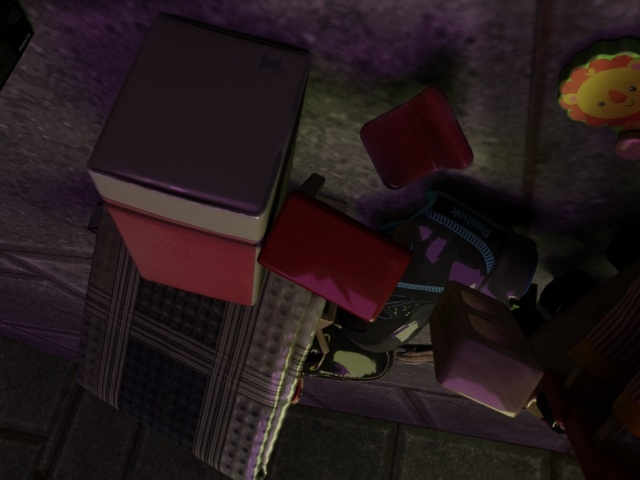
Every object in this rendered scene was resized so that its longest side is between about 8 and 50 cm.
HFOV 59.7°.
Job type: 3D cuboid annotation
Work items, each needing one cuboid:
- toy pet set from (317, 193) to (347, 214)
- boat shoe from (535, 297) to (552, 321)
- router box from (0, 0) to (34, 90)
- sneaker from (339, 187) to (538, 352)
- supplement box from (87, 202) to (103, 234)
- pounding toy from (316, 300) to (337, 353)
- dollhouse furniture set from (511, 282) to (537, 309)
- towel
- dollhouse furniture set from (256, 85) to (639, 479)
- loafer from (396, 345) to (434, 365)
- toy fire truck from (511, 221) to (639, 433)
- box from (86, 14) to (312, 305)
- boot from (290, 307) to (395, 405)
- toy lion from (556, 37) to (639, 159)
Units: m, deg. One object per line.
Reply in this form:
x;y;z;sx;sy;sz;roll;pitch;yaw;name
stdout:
0.000;0.000;0.674;0.122;0.065;0.114;18;156;-13;toy pet set
0.391;0.127;0.702;0.306;0.113;0.105;25;148;-32;boat shoe
-0.323;-0.122;0.422;0.133;0.179;0.046;13;155;2;router box
0.100;0.038;0.681;0.139;0.125;0.341;36;147;-9;sneaker
-0.280;-0.025;0.792;0.083;0.043;0.055;-4;153;35;supplement box
-0.026;0.069;0.762;0.141;0.130;0.100;19;157;-13;pounding toy
0.218;0.084;0.737;0.058;0.076;0.151;17;156;-7;dollhouse furniture set
-0.163;0.107;0.702;0.312;0.324;0.056;22;-162;19;towel
0.157;0.024;0.385;0.374;0.201;0.152;27;-164;0;dollhouse furniture set
0.210;0.231;1.140;0.125;0.039;0.045;-4;-175;40;loafer
0.338;0.137;0.577;0.217;0.158;0.246;-41;132;15;toy fire truck
-0.096;-0.052;0.499;0.127;0.148;0.232;15;156;-2;box
-0.047;0.182;0.892;0.377;0.138;0.284;22;-172;-5;boot
0.218;-0.102;0.375;0.096;0.034;0.100;35;149;-27;toy lion
